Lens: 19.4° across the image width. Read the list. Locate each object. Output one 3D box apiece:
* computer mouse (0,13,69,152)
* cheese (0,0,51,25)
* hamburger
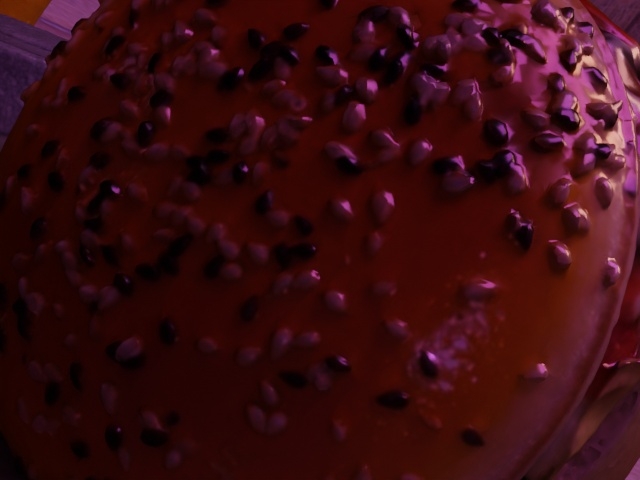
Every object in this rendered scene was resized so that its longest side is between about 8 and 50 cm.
[{"bbox_3d":[-0.178,-0.082,0.997,0.229,0.068,0.113,22,11,1],"label":"computer mouse"},{"bbox_3d":[-0.186,-0.209,1.158,0.093,0.171,0.126,34,15,-16],"label":"cheese"},{"bbox_3d":[0.000,0.000,0.725,0.300,0.300,0.176,48,4,34],"label":"hamburger"}]
